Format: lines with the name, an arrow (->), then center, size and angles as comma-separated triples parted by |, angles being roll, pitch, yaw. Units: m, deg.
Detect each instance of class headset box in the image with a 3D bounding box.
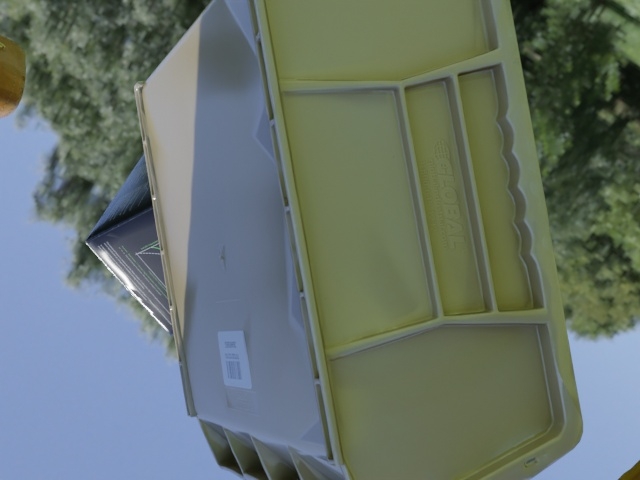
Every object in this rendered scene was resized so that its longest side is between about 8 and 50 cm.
headset box -> -0.044, -0.074, 0.952 | 0.131, 0.283, 0.246 | 52, -149, -24

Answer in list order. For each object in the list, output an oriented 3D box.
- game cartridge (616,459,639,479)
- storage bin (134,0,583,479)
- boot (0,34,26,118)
game cartridge -> 0.233, 0.153, 0.317 | 0.324, 0.285, 0.052 | 37, -162, -15
storage bin -> 0.000, 0.000, 0.542 | 0.123, 0.260, 0.262 | -10, 179, -22
boot -> -0.295, -0.137, 0.648 | 0.211, 0.104, 0.295 | 26, -170, -26
